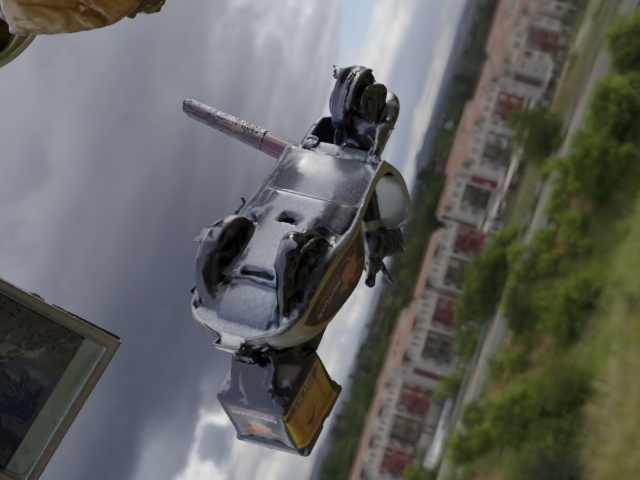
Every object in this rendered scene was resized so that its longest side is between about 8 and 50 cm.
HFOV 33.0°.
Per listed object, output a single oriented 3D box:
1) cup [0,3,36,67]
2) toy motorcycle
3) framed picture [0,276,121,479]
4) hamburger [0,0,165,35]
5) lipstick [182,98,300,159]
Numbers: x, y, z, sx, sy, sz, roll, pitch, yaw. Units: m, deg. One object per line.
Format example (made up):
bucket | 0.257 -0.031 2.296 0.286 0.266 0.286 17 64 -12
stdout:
cup | -0.395 -0.332 1.190 0.255 0.202 0.173 -48 -28 13
toy motorcycle | 0.000 0.000 0.761 0.263 0.091 0.157 -61 -34 -33
framed picture | -0.384 0.131 1.160 0.209 0.281 0.019 -61 23 -3
hamburger | -0.177 -0.286 0.834 0.282 0.245 0.155 -29 41 23
lipstick | -0.076 -0.112 1.146 0.027 0.176 0.027 -43 -33 -38
